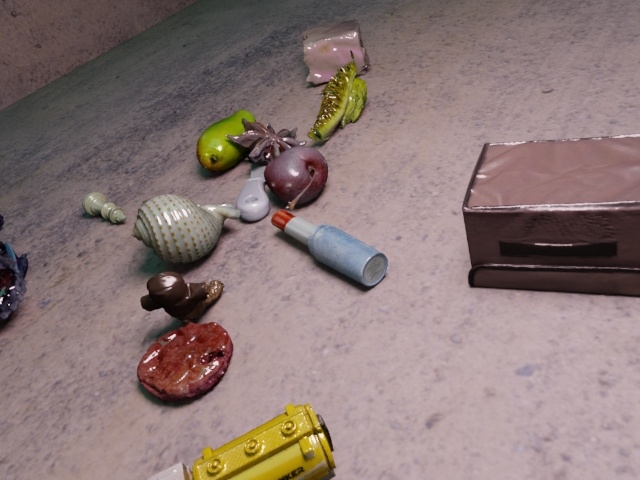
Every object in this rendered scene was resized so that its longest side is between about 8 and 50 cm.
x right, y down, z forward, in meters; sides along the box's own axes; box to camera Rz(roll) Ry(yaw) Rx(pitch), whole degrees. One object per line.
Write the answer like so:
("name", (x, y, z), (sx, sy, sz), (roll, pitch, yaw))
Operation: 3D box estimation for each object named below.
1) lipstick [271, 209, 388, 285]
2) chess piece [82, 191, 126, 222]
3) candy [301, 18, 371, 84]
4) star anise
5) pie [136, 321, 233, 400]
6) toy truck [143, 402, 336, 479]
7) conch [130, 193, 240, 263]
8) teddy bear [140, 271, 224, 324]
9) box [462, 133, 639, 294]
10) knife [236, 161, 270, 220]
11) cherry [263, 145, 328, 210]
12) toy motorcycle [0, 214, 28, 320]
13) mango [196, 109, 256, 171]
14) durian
("lipstick", (0.000, 0.000, 0.946), (0.061, 0.068, 0.274), (-34, 40, -25))
("chess piece", (-0.512, -0.072, 1.298), (0.149, 0.059, 0.059), (23, 53, 37))
("candy", (0.045, -0.568, 1.624), (0.195, 0.137, 0.185), (-10, 36, 9))
("star anise", (-0.131, -0.235, 1.297), (0.180, 0.061, 0.205), (21, 38, -3))
("pie", (-0.205, 0.183, 0.829), (0.153, 0.038, 0.154), (-15, 33, 10))
("toy truck", (-0.089, 0.269, 0.592), (0.226, 0.114, 0.098), (-25, 36, -8))
("conch", (-0.262, -0.019, 1.045), (0.199, 0.131, 0.172), (9, -3, -28))
("teddy bear", (-0.227, 0.099, 0.887), (0.119, 0.160, 0.078), (-14, 73, 11))
("box", (0.346, -0.041, 0.770), (0.252, 0.153, 0.188), (2, 40, 29))
("knife", (-0.135, -0.144, 1.236), (0.080, 0.044, 0.331), (-7, 32, 5))
("cherry", (-0.069, -0.116, 1.099), (0.148, 0.115, 0.188), (23, 56, 19))
("toy motorcycle", (-0.755, 0.077, 1.139), (0.232, 0.172, 0.416), (-37, 47, -14))
("mango", (-0.234, -0.251, 1.356), (0.125, 0.111, 0.233), (2, 41, 18))
("durian", (0.060, -0.373, 1.368), (0.106, 0.132, 0.375), (-10, 40, 34))
